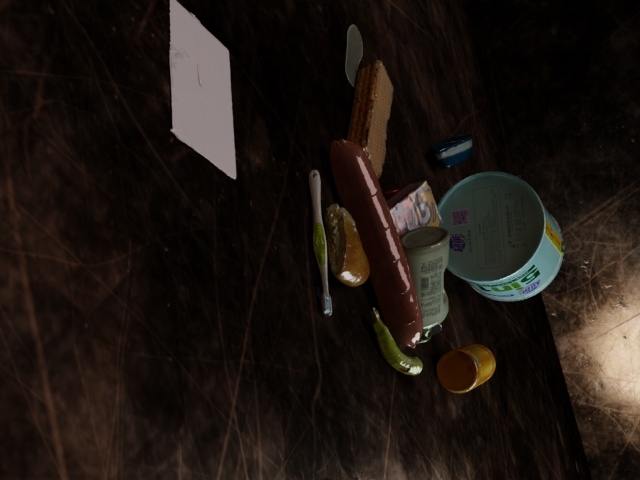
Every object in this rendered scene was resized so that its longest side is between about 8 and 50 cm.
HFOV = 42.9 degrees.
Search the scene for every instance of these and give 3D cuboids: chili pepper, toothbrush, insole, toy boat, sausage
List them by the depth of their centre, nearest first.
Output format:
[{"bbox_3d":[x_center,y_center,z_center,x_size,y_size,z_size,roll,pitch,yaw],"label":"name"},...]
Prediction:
[{"bbox_3d":[0.000,0.000,1.352,0.026,0.022,0.262,57,25,-62],"label":"toothbrush"},{"bbox_3d":[0.136,0.202,1.510,0.208,0.049,0.043,49,-1,-41],"label":"chili pepper"},{"bbox_3d":[0.111,0.012,1.525,0.433,0.088,0.088,69,22,-11],"label":"sausage"},{"bbox_3d":[0.075,-0.423,1.841,0.080,0.003,0.232,57,27,-35],"label":"insole"},{"bbox_3d":[0.377,-0.255,2.332,0.299,0.096,0.061,-34,116,-65],"label":"toy boat"}]

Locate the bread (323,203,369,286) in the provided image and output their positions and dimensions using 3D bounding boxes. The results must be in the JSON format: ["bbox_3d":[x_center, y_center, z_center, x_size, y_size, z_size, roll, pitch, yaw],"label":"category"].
[{"bbox_3d":[0.043,0.025,1.383,0.154,0.054,0.136,65,19,-17],"label":"bread"}]

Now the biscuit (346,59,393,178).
[{"bbox_3d":[0.104,-0.254,1.722,0.378,0.054,0.094,-79,148,-48],"label":"biscuit"}]

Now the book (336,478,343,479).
[{"bbox_3d":[0.069,0.453,1.210,0.198,0.016,0.138,50,32,-45],"label":"book"}]

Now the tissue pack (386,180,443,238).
[{"bbox_3d":[0.175,-0.041,1.670,0.148,0.060,0.108,-36,110,-34],"label":"tissue pack"}]

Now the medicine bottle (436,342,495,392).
[{"bbox_3d":[0.331,0.286,1.841,0.192,0.096,0.096,3,72,-67],"label":"medicine bottle"}]

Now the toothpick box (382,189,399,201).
[{"bbox_3d":[0.157,-0.066,1.735,0.047,0.047,0.083,-10,84,-68],"label":"toothpick box"}]

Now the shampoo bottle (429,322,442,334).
[{"bbox_3d":[0.235,0.108,1.789,0.057,0.064,0.207,41,39,-36],"label":"shampoo bottle"}]

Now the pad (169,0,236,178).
[{"bbox_3d":[-0.163,-0.213,1.134,0.156,0.004,0.232,36,43,-56],"label":"pad"}]

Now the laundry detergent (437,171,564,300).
[{"bbox_3d":[0.470,0.002,2.112,0.305,0.287,0.287,31,48,-59],"label":"laundry detergent"}]

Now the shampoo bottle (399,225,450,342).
[{"bbox_3d":[0.206,0.098,1.629,0.118,0.087,0.234,-26,124,-39],"label":"shampoo bottle"}]
